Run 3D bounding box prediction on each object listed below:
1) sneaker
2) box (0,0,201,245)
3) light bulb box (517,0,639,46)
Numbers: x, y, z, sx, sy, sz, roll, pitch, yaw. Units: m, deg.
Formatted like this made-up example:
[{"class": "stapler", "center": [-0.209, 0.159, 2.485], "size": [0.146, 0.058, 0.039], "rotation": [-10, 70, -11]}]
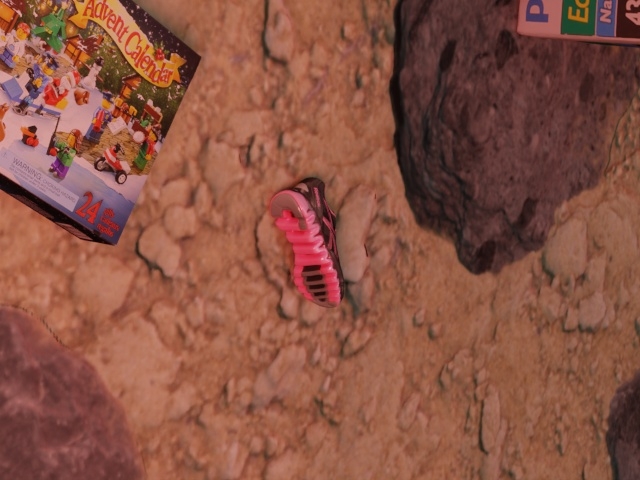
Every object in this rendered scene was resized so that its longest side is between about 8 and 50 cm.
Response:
[{"class": "sneaker", "center": [0.000, 0.000, 1.293], "size": [0.057, 0.047, 0.119], "rotation": [-48, 130, -45]}, {"class": "box", "center": [-0.198, -0.118, 1.055], "size": [0.233, 0.044, 0.159], "rotation": [36, 71, -44]}, {"class": "light bulb box", "center": [0.398, -0.349, 1.414], "size": [0.225, 0.361, 0.357], "rotation": [-3, 99, -45]}]
